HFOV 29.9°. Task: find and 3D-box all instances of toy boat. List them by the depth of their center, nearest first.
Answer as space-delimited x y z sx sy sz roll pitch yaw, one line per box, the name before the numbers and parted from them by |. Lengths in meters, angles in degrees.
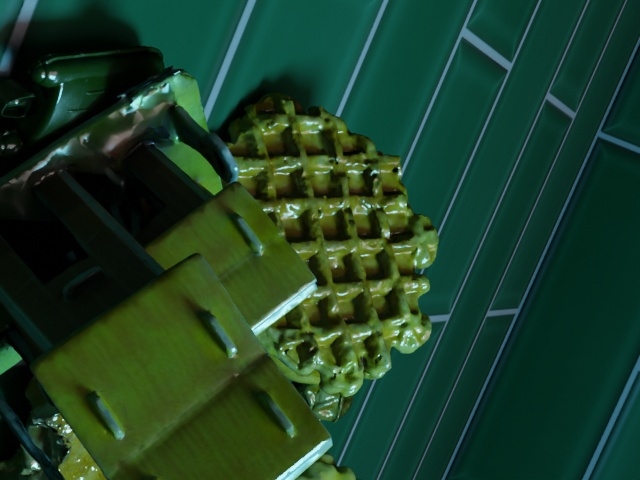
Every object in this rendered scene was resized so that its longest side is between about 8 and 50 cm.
toy boat | -0.193 -0.119 0.998 0.104 0.052 0.210 -56 165 26

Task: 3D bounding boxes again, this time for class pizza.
pizza | -0.232 0.188 1.200 0.223 0.089 0.323 -12 131 -53

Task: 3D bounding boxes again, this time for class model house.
model house | -0.114 0.117 0.985 0.300 0.323 0.340 -36 146 -20

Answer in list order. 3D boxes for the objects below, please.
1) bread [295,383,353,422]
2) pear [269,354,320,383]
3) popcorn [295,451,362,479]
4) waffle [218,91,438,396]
bread | 0.031 0.146 1.797 0.087 0.098 0.269 -116 -142 -60
pear | -0.006 0.060 1.456 0.209 0.209 0.209 -50 155 -34
popcorn | -0.005 0.475 1.734 0.349 0.381 0.349 16 90 -84
waffle | 0.000 0.000 1.302 0.068 0.325 0.302 -26 -151 50
